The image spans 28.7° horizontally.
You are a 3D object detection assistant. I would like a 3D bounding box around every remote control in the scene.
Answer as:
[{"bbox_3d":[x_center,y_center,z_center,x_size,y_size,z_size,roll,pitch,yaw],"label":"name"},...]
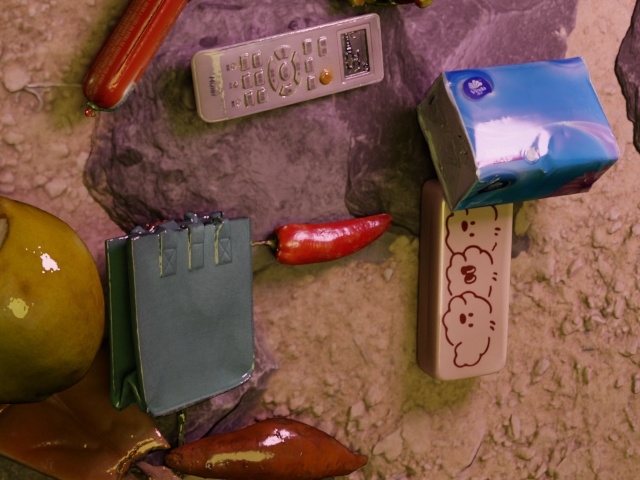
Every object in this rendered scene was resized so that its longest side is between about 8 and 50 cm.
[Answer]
[{"bbox_3d":[-0.050,-0.265,1.894,0.313,0.055,0.109,-17,115,-24],"label":"remote control"}]

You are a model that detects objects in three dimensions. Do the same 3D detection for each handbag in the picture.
[{"bbox_3d":[-0.210,0.102,1.837,0.268,0.100,0.274,-19,108,-53],"label":"handbag"}]

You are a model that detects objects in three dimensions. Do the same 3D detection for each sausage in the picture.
[{"bbox_3d":[-0.261,-0.287,1.776,0.083,0.083,0.264,32,90,-27],"label":"sausage"}]

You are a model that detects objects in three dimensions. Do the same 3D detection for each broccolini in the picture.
[{"bbox_3d":[-0.226,0.311,1.973,0.035,0.030,0.140,5,97,11],"label":"broccolini"}]

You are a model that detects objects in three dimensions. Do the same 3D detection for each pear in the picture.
[{"bbox_3d":[-0.427,0.083,1.701,0.269,0.269,0.321,-35,129,-13],"label":"pear"}]

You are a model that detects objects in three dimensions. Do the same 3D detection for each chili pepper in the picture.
[{"bbox_3d":[0.000,0.000,1.977,0.272,0.063,0.071,-9,119,-25],"label":"chili pepper"}]

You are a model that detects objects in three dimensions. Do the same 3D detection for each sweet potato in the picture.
[{"bbox_3d":[-0.069,0.335,1.998,0.359,0.112,0.112,11,98,-32],"label":"sweet potato"}]

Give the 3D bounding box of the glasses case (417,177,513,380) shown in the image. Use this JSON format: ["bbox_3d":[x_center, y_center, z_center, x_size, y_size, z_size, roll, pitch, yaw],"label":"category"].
[{"bbox_3d":[0.240,0.061,2.088,0.144,0.076,0.337,-7,105,-23],"label":"glasses case"}]

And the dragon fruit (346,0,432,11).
[{"bbox_3d":[0.120,-0.407,1.907,0.175,0.138,0.142,-31,75,16],"label":"dragon fruit"}]

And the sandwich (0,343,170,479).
[{"bbox_3d":[-0.367,0.295,1.820,0.245,0.063,0.212,-31,78,-14],"label":"sandwich"}]

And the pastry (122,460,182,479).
[{"bbox_3d":[-0.290,0.459,1.915,0.236,0.121,0.257,-41,115,6],"label":"pastry"}]

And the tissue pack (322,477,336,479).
[{"bbox_3d":[-0.024,0.588,2.053,0.242,0.160,0.338,-24,111,-17],"label":"tissue pack"}]

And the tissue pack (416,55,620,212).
[{"bbox_3d":[0.311,-0.171,1.988,0.263,0.146,0.198,-9,69,-21],"label":"tissue pack"}]
